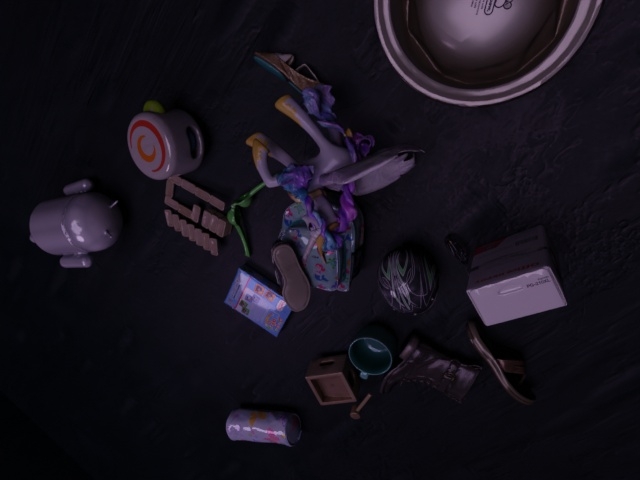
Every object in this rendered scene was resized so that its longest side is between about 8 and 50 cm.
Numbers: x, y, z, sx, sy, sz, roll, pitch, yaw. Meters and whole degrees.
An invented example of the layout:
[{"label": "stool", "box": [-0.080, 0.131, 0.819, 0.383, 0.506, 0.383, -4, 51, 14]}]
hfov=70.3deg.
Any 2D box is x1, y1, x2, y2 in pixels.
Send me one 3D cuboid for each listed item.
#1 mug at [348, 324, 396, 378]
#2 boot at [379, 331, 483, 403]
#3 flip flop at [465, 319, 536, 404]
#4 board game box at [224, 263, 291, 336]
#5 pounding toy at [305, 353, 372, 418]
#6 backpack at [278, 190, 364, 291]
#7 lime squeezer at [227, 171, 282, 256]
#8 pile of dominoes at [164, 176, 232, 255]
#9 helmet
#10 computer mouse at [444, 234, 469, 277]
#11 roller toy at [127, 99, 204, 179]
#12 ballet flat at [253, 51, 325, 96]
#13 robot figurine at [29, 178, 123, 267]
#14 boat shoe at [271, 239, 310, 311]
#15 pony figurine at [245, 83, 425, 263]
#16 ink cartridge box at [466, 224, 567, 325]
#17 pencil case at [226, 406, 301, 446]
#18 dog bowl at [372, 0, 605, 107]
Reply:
[{"label": "mug", "box": [0.150, 0.321, 1.344, 0.129, 0.097, 0.158, 48, 122, -3]}, {"label": "boot", "box": [0.313, 0.406, 1.319, 0.229, 0.091, 0.262, 30, 121, 7]}, {"label": "flip flop", "box": [0.490, 0.318, 1.205, 0.080, 0.112, 0.277, -36, 90, 17]}, {"label": "board game box", "box": [-0.194, 0.196, 1.469, 0.212, 0.039, 0.160, 33, 121, 7]}, {"label": "pounding toy", "box": [0.083, 0.464, 1.446, 0.181, 0.094, 0.205, -15, 115, 23]}, {"label": "backpack", "box": [0.000, 0.000, 1.222, 0.226, 0.191, 0.253, 14, 112, 18]}, {"label": "lime squeezer", "box": [-0.214, -0.088, 1.341, 0.110, 0.059, 0.310, 31, 120, 8]}, {"label": "pile of dominoes", "box": [-0.391, -0.087, 1.442, 0.251, 0.040, 0.195, 30, 121, 18]}, {"label": "helmet", "box": [0.225, 0.102, 1.176, 0.170, 0.161, 0.169, 9, 116, 19]}, {"label": "computer mouse", "box": [0.395, 0.088, 1.170, 0.041, 0.071, 0.241, -31, 96, -11]}, {"label": "roller toy", "box": [-0.436, -0.276, 1.299, 0.191, 0.146, 0.209, 48, 128, 8]}, {"label": "ballet flat", "box": [-0.070, -0.421, 1.136, 0.206, 0.073, 0.067, 38, 94, 0]}, {"label": "robot figurine", "box": [-0.816, -0.057, 1.527, 0.354, 0.200, 0.299, -5, 86, 25]}, {"label": "boat shoe", "box": [-0.078, 0.088, 1.168, 0.075, 0.065, 0.205, -21, 118, -10]}, {"label": "pony figurine", "box": [0.030, -0.171, 1.042, 0.351, 0.303, 0.363, -33, 82, 11]}, {"label": "ink cartridge box", "box": [0.441, 0.074, 1.028, 0.172, 0.237, 0.100, -24, 101, 30]}, {"label": "pencil case", "box": [-0.207, 0.677, 1.646, 0.274, 0.113, 0.124, -7, 118, 26]}, {"label": "dog bowl", "box": [0.317, -0.476, 0.888, 0.409, 0.150, 0.407, 9, 115, 19]}]
